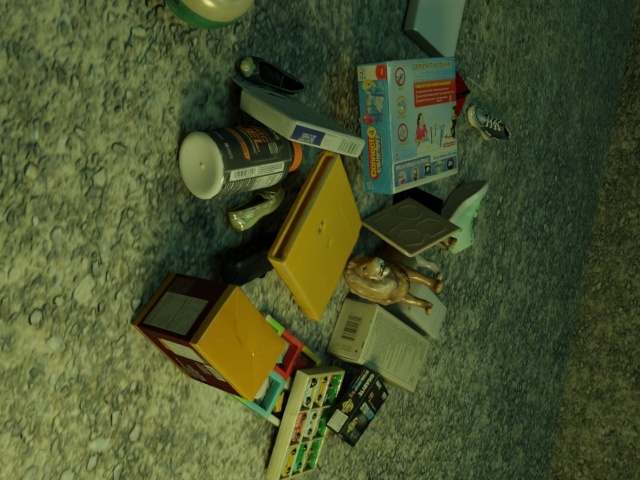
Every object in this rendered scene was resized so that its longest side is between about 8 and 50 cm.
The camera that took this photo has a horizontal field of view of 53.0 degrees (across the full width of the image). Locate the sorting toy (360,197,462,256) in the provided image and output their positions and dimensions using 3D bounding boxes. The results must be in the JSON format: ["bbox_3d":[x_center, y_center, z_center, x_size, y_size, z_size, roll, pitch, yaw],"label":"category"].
[{"bbox_3d":[0.233,-0.033,1.674,0.208,0.193,0.038,-22,131,-31],"label":"sorting toy"}]

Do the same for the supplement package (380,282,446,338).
[{"bbox_3d":[0.271,0.194,1.847,0.179,0.105,0.105,44,63,-45],"label":"supplement package"}]

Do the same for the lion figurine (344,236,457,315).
[{"bbox_3d":[0.216,0.059,1.716,0.392,0.240,0.142,-51,162,-61],"label":"lion figurine"}]

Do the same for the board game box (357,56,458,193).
[{"bbox_3d":[0.224,-0.291,1.582,0.308,0.086,0.302,-19,110,-46],"label":"board game box"}]

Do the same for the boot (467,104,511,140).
[{"bbox_3d":[0.557,-0.388,2.104,0.190,0.086,0.069,28,75,-49],"label":"boot"}]

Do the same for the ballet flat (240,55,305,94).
[{"bbox_3d":[-0.101,-0.351,1.355,0.173,0.049,0.058,6,90,-50],"label":"ballet flat"}]

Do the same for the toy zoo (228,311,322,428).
[{"bbox_3d":[-0.095,0.319,1.490,0.293,0.030,0.192,48,60,-43],"label":"toy zoo"}]

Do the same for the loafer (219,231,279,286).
[{"bbox_3d":[-0.132,0.040,1.374,0.223,0.076,0.078,-27,135,-49],"label":"loafer"}]

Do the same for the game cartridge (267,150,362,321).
[{"bbox_3d":[0.000,0.000,1.469,0.286,0.052,0.324,-64,157,-21],"label":"game cartridge"}]

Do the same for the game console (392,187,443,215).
[{"bbox_3d":[0.303,-0.190,1.870,0.213,0.043,0.362,18,84,-50],"label":"game console"}]

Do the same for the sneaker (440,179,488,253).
[{"bbox_3d":[0.461,-0.073,2.035,0.256,0.094,0.151,-45,123,-24],"label":"sneaker"}]

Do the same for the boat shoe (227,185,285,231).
[{"bbox_3d":[-0.135,-0.078,1.359,0.153,0.056,0.048,-39,129,-30],"label":"boat shoe"}]

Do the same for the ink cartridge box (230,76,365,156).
[{"bbox_3d":[-0.053,-0.251,1.323,0.223,0.224,0.045,5,117,-49],"label":"ink cartridge box"}]

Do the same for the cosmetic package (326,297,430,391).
[{"bbox_3d":[0.164,0.285,1.729,0.309,0.113,0.160,39,67,-47],"label":"cosmetic package"}]

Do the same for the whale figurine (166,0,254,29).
[{"bbox_3d":[-0.235,-0.502,1.136,0.216,0.141,0.272,-43,102,-38],"label":"whale figurine"}]

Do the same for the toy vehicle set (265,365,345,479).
[{"bbox_3d":[-0.033,0.434,1.531,0.166,0.035,0.267,9,99,-57],"label":"toy vehicle set"}]

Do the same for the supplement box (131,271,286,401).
[{"bbox_3d":[-0.207,0.178,1.205,0.129,0.194,0.191,-57,134,-27],"label":"supplement box"}]

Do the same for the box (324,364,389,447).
[{"bbox_3d":[0.097,0.429,1.640,0.175,0.051,0.220,-53,155,-14],"label":"box"}]

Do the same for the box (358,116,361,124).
[{"bbox_3d":[0.194,-0.289,1.685,0.130,0.091,0.171,-53,132,-30],"label":"box"}]

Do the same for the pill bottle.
[{"bbox_3d":[-0.147,-0.163,1.271,0.245,0.130,0.131,-19,110,-48],"label":"pill bottle"}]

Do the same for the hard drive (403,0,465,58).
[{"bbox_3d":[0.343,-0.712,1.827,0.233,0.047,0.353,19,81,-50],"label":"hard drive"}]

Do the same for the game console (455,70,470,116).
[{"bbox_3d":[0.382,-0.434,1.945,0.144,0.085,0.124,-29,87,-44],"label":"game console"}]
